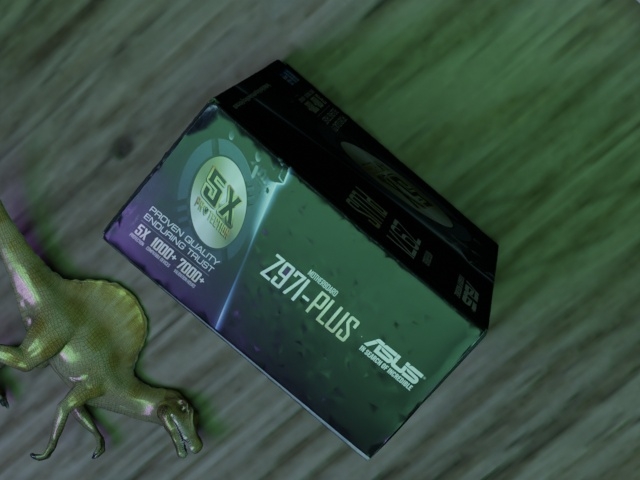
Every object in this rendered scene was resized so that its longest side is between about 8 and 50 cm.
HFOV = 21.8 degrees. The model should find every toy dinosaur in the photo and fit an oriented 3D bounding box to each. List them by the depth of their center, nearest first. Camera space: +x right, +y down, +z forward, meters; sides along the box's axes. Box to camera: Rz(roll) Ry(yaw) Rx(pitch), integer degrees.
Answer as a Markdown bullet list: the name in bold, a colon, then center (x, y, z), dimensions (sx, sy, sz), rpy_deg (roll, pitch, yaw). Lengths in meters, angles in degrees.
- **toy dinosaur**: center (-0.139, 0.050, 0.858), dimensions (0.093, 0.053, 0.183), rpy_deg (-39, 101, -2)

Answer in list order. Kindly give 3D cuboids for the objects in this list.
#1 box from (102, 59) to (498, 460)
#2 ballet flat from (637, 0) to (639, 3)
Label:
- **box**: center (0.000, 0.000, 0.752), dimensions (0.147, 0.180, 0.077), rpy_deg (41, 104, -1)
- **ballet flat**: center (0.181, -0.159, 0.749), dimensions (0.096, 0.095, 0.280), rpy_deg (-16, 88, 21)
